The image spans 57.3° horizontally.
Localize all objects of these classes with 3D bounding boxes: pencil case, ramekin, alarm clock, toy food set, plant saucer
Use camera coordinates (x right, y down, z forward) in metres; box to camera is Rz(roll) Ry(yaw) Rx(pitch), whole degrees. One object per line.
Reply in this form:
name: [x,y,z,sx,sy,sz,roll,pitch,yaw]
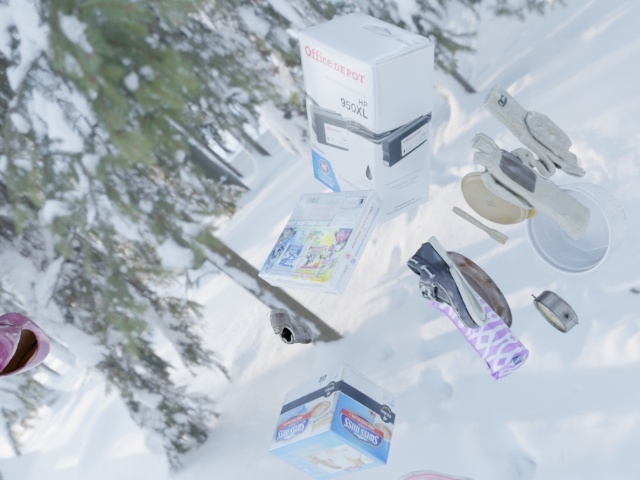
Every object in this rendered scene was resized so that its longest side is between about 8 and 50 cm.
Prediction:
pencil case: [0.299,0.168,1.106,0.088,0.086,0.206,-32,56,-7]
ramekin: [0.583,-0.034,1.324,0.109,0.207,0.207,-20,-5,-34]
alarm clock: [0.687,0.206,1.679,0.064,0.129,0.192,-40,9,1]
toy food set: [0.298,-0.073,0.981,0.039,0.132,0.192,-52,-11,-20]
plant saucer: [0.476,0.167,1.847,0.050,0.310,0.311,-46,16,32]

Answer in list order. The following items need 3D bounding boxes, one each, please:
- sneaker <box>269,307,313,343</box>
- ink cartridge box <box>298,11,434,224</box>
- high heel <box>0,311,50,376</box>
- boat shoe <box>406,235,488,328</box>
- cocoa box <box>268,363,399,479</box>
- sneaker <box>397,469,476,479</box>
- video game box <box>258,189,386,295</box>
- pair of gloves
sneaker: [-0.077,0.245,1.522,0.066,0.188,0.071,-18,52,22]
ink cartridge box: [0.105,-0.283,1.355,0.166,0.395,0.285,-26,42,-23]
high heel: [-0.515,0.202,0.971,0.127,0.181,0.377,-62,-11,-9]
boat shoe: [0.168,0.066,0.803,0.065,0.075,0.206,-35,24,11]
cocoa box: [0.039,0.587,1.857,0.347,0.231,0.228,-36,25,43]
sneaker: [0.186,0.401,0.909,0.070,0.134,0.051,-78,-9,-70]
video game box: [0.000,0.000,1.037,0.205,0.048,0.187,3,57,51]
pair of gloves: [0.317,-0.121,0.889,0.042,0.204,0.240,-51,9,46]
